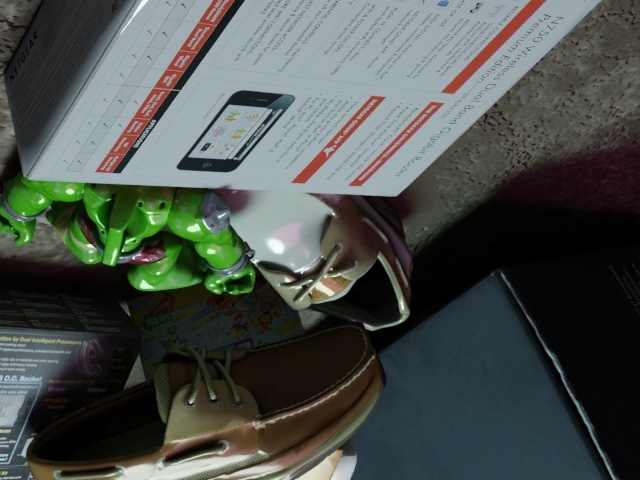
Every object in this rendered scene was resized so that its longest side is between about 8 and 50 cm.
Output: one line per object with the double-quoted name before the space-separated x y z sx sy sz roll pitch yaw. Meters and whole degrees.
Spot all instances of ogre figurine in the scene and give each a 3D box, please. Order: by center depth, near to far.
"ogre figurine" -0.137 -0.016 0.836 0.097 0.197 0.118 -55 177 -30

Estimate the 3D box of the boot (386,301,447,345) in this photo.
"boot" 0.132 0.110 1.386 0.118 0.042 0.087 -20 162 6

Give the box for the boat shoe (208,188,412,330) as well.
"boat shoe" 0.000 0.000 0.983 0.113 0.103 0.302 -30 153 24

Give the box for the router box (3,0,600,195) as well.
"router box" 0.009 -0.150 0.704 0.301 0.082 0.335 1 149 -36

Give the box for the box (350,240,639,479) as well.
"box" 0.248 0.236 1.337 0.472 0.297 0.480 -10 157 -46

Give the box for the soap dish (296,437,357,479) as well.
"soap dish" -0.085 0.249 1.185 0.118 0.229 0.290 9 117 -25

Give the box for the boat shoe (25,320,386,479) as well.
"boat shoe" -0.102 0.155 0.999 0.324 0.122 0.120 -27 126 1

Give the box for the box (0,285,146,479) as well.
"box" -0.331 0.155 0.988 0.307 0.076 0.242 8 114 -44

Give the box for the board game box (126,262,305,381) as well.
"board game box" -0.096 0.083 1.092 0.154 0.103 0.026 -18 155 -2
